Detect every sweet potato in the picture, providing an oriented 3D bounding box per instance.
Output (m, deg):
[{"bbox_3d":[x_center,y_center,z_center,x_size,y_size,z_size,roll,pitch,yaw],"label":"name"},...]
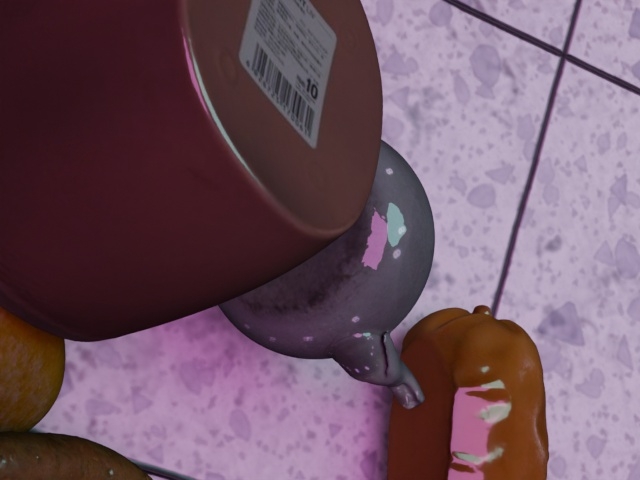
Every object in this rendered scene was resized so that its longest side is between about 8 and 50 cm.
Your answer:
[{"bbox_3d":[-0.168,0.212,0.855,0.079,0.108,0.346,-30,131,15],"label":"sweet potato"}]

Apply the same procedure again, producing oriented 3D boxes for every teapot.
[{"bbox_3d":[0.000,0.000,0.924,0.193,0.129,0.294,-30,71,15],"label":"teapot"}]

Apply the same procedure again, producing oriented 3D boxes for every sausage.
[{"bbox_3d":[0.127,0.174,0.973,0.136,0.120,0.241,7,81,-35],"label":"sausage"}]

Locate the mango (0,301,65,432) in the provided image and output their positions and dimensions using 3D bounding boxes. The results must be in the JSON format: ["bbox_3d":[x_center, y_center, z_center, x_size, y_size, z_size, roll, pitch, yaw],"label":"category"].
[{"bbox_3d":[-0.325,0.039,0.754,0.221,0.199,0.384,-44,130,7],"label":"mango"}]

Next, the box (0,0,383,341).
[{"bbox_3d":[-0.103,-0.094,0.752,0.301,0.216,0.300,28,56,-52],"label":"box"}]
